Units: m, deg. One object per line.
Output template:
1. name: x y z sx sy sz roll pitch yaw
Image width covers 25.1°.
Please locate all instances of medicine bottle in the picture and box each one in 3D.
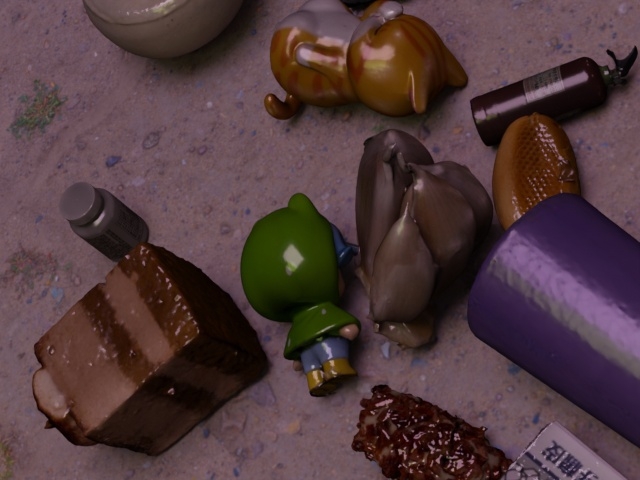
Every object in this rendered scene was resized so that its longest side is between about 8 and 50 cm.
1. medicine bottle: -0.322 -0.029 2.130 0.079 0.140 0.079 -11 62 22

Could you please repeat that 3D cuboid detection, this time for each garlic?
1. garlic: 0.107 -0.020 1.850 0.210 0.292 0.237 23 33 20

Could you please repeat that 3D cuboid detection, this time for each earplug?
1. earplug: 0.395 0.148 1.641 0.456 0.215 0.215 39 87 32

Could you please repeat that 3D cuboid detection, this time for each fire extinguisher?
1. fire extinguisher: 0.318 -0.205 1.937 0.231 0.071 0.099 -21 30 16

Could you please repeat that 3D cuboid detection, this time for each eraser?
1. eraser: 0.313 0.322 1.672 0.124 0.068 0.210 -48 55 -4

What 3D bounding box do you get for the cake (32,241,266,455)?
1. cake: -0.247 0.174 1.964 0.293 0.198 0.196 -43 59 7

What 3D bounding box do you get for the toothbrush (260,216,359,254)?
1. toothbrush: 0.000 0.000 2.025 0.219 0.016 0.019 16 76 32

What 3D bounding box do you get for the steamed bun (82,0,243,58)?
1. steamed bun: -0.231 -0.406 2.248 0.283 0.177 0.283 -11 60 19

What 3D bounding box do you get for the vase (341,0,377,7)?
1. vase: 0.129 -0.391 2.127 0.211 0.060 0.060 -8 63 25

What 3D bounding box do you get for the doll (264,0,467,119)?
1. doll: 0.053 -0.258 2.042 0.269 0.162 0.167 8 39 36

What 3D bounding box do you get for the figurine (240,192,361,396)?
1. figurine: -0.019 0.073 1.927 0.162 0.143 0.263 -36 63 44

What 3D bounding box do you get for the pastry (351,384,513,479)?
1. pastry: 0.137 0.259 1.782 0.208 0.097 0.115 31 93 33

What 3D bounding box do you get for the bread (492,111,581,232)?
1. bread: 0.281 -0.074 1.876 0.114 0.077 0.189 -2 61 10
